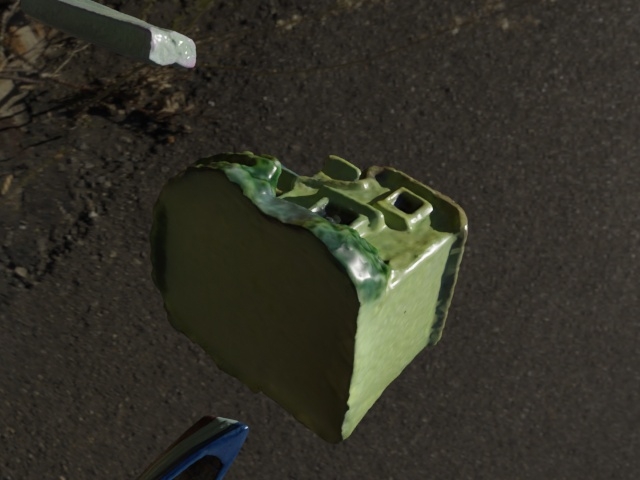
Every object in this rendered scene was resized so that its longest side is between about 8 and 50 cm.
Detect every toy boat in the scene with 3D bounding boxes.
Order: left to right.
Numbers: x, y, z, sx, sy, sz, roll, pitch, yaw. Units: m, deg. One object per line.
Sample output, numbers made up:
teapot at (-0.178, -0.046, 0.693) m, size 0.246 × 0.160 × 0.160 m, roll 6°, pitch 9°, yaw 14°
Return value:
toy boat at (-0.150, 0.237, 0.691) m, size 0.229 × 0.046 × 0.080 m, roll -49°, pitch 133°, yaw -6°

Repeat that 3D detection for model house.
model house at (0.000, 0.000, 0.623) m, size 0.189 × 0.214 × 0.195 m, roll -32°, pitch 139°, yaw -39°

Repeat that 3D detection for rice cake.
rice cake at (-0.228, -0.230, 0.861) m, size 0.080 × 0.222 × 0.042 m, roll -3°, pitch 114°, yaw -55°
